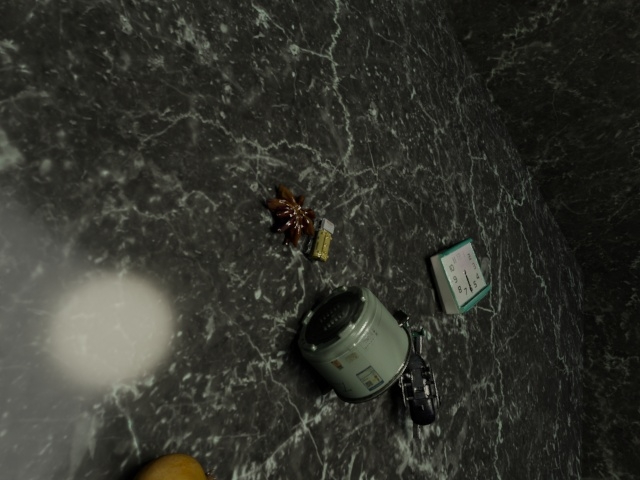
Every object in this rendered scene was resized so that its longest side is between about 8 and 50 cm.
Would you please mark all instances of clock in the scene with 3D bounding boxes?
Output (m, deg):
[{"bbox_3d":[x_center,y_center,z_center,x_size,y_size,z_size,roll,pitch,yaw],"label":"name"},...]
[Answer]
[{"bbox_3d":[0.514,0.135,1.587,0.262,0.116,0.231,-20,89,-47],"label":"clock"}]

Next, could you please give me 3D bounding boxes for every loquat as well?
[{"bbox_3d":[-0.250,0.439,0.701,0.163,0.137,0.163,15,59,-27],"label":"loquat"}]

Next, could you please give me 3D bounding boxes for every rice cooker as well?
[{"bbox_3d":[0.088,0.254,1.024,0.280,0.241,0.227,-43,109,-4],"label":"rice cooker"}]

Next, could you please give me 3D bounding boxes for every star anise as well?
[{"bbox_3d":[-0.070,-0.068,1.073,0.168,0.057,0.168,12,72,-43],"label":"star anise"}]

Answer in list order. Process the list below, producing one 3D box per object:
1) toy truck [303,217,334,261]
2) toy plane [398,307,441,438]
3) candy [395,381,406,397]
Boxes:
[{"bbox_3d":[0.000,0.000,1.123,0.052,0.063,0.123,33,58,-35],"label":"toy truck"},{"bbox_3d":[0.281,0.386,1.250,0.155,0.106,0.382,61,20,-66],"label":"toy plane"},{"bbox_3d":[0.202,0.386,1.236,0.262,0.077,0.073,60,30,-27],"label":"candy"}]
